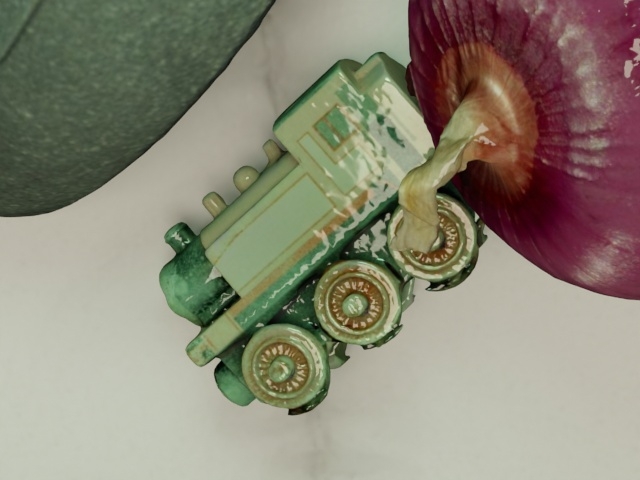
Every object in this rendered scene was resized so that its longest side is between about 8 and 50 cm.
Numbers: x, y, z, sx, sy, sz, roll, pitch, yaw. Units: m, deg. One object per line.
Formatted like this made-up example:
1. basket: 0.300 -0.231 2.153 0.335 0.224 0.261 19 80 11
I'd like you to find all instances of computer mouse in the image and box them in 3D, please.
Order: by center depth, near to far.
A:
1. computer mouse: -0.117 -0.143 0.633 0.203 0.114 0.374 34 121 -5

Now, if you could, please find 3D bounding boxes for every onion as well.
1. onion: 0.141 -0.078 0.616 0.201 0.200 0.207 5 88 4

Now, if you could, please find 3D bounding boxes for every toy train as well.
1. toy train: 0.000 0.000 0.729 0.194 0.081 0.125 -41 90 16
